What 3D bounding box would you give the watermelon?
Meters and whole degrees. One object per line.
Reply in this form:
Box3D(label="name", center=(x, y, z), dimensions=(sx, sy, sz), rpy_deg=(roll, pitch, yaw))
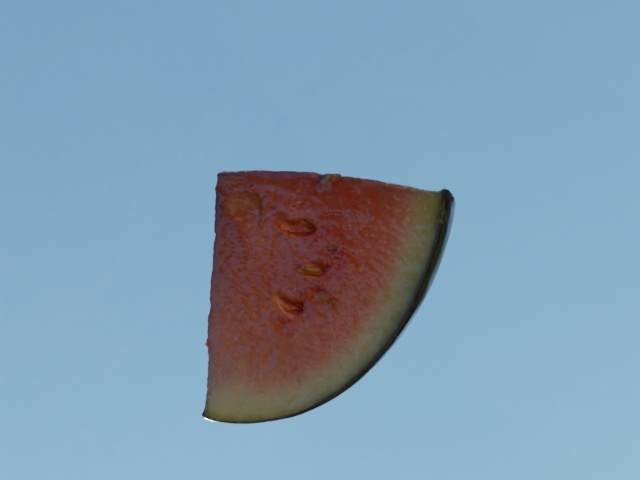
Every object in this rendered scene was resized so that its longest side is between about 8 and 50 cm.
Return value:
Box3D(label="watermelon", center=(0.000, 0.000, 0.730), dimensions=(0.135, 0.094, 0.125), rpy_deg=(-35, 14, 42))
